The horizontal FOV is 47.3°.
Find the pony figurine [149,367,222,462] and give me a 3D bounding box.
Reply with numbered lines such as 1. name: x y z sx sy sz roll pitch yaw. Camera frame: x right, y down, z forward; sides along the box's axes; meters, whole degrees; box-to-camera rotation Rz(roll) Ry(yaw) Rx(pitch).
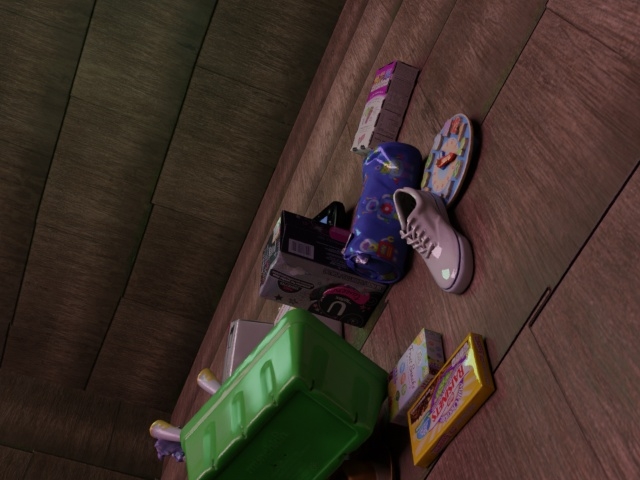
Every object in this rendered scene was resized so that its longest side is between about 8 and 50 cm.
1. pony figurine: -0.190 0.427 1.597 0.363 0.302 0.351 0 31 35

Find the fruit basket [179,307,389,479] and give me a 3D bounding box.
1. fruit basket: -0.052 0.318 1.369 0.392 0.283 0.392 -48 12 13

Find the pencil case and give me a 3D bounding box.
1. pencil case: 0.131 -0.062 1.535 0.119 0.133 0.306 96 -174 -64

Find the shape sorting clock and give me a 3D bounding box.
1. shape sorting clock: 0.239 -0.145 1.407 0.206 0.040 0.206 -161 90 -77

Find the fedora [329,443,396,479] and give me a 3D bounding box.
1. fedora: 0.059 0.434 1.261 0.194 0.079 0.194 -161 90 -76

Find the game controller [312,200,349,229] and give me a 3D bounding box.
1. game controller: 0.000 0.000 2.098 0.319 0.067 0.166 142 144 -67

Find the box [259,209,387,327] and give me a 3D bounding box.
1. box: 0.003 0.066 1.610 0.163 0.247 0.142 -90 21 -53

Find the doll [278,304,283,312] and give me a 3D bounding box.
1. doll: -0.116 0.276 2.227 0.129 0.046 0.189 122 161 -47

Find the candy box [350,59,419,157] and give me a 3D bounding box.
1. candy box: 0.164 -0.333 1.887 0.159 0.071 0.233 -163 93 -76

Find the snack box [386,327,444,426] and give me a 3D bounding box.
1. snack box: 0.159 0.231 1.229 0.100 0.037 0.141 -89 23 -50

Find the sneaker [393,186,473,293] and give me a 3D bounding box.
1. sneaker: 0.186 -0.003 1.282 0.258 0.091 0.094 -108 37 -53

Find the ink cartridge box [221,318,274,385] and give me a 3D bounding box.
1. ink cartridge box: -0.221 0.360 2.240 0.306 0.131 0.226 138 140 -76

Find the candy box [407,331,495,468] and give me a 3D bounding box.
1. candy box: 0.192 0.243 1.105 0.105 0.027 0.206 -94 26 -51

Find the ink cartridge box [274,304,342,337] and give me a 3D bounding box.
1. ink cartridge box: -0.036 0.241 1.809 0.278 0.117 0.201 -90 23 -54
